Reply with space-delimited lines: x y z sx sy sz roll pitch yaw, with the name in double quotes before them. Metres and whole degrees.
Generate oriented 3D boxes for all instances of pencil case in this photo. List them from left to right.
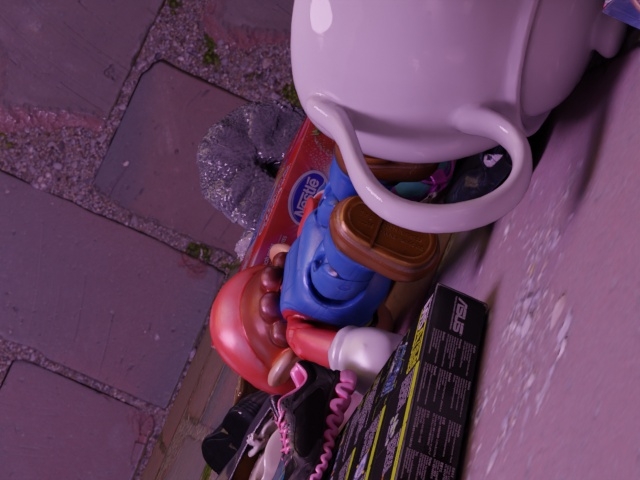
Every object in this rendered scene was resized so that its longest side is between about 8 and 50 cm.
"pencil case" 0.059 -0.021 1.442 0.070 0.064 0.152 59 136 35

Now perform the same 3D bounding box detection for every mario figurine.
"mario figurine" 0.033 0.031 1.305 0.198 0.170 0.320 -45 -5 -31

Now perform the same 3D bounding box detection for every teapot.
"teapot" 0.106 -0.151 1.055 0.252 0.187 0.256 -21 -52 -65

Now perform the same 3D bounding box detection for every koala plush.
"koala plush" -0.050 -0.064 2.009 0.221 0.203 0.196 89 -156 -78

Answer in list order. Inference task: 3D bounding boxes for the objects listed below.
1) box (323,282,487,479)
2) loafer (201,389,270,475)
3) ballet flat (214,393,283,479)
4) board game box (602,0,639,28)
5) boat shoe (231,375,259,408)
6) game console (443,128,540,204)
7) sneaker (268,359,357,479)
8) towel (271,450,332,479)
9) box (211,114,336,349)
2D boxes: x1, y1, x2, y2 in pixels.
"box" 0.043 0.153 1.070 0.184 0.045 0.191 -57 10 40
"loafer" -0.084 0.217 1.812 0.061 0.062 0.170 -44 -4 -34
"ballet flat" -0.062 0.230 1.505 0.203 0.074 0.074 -64 7 0
"board game box" 0.240 -0.231 0.871 0.243 0.042 0.165 131 162 -68
"boat shoe" -0.073 0.160 1.902 0.045 0.050 0.135 -97 31 -66
"game console" 0.150 -0.145 1.279 0.213 0.044 0.361 119 172 -45
"sneaker" -0.016 0.137 1.172 0.047 0.057 0.119 -55 11 53
"towel" -0.109 0.327 1.302 0.271 0.040 0.370 -61 -5 33
"box" 0.000 0.000 1.578 0.128 0.122 0.257 125 167 -62
